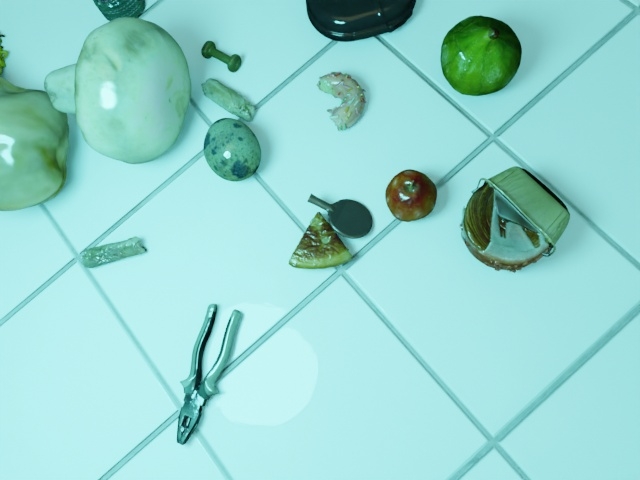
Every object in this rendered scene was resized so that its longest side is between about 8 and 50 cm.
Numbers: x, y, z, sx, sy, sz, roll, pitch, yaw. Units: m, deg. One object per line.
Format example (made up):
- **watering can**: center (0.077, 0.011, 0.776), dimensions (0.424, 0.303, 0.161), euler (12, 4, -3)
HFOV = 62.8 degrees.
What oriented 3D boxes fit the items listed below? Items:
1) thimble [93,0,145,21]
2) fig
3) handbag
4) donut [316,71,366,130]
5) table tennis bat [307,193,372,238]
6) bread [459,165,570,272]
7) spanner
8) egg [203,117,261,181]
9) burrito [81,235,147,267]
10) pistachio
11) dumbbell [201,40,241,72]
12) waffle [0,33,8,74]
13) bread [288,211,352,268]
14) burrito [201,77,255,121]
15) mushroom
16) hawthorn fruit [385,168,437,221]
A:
- **thimble**: center (-0.598, -0.717, 1.555), dimensions (0.135, 0.090, 0.119), euler (-19, 74, 2)
- **fig**: center (0.380, -0.463, 1.241), dimensions (0.202, 0.235, 0.203), euler (-2, 78, 11)
- **handbag**: center (0.110, -0.661, 1.416), dimensions (0.307, 0.093, 0.254), euler (-13, 72, 6)
- **donut**: center (0.062, -0.372, 1.357), dimensions (0.116, 0.065, 0.166), euler (-22, 73, 4)
- **table tennis bat**: center (0.058, -0.089, 1.227), dimensions (0.169, 0.119, 0.108), euler (26, 59, 1)
- **bread**: center (0.418, -0.042, 1.162), dimensions (0.211, 0.142, 0.224), euler (-40, 73, -7)
- **spanner**: center (-0.271, 0.312, 1.232), dimensions (0.095, 0.040, 0.325), euler (13, 76, 14)
- **egg**: center (-0.227, -0.233, 1.331), dimensions (0.141, 0.141, 0.182), euler (-27, 63, 1)
- **burrito**: center (-0.536, 0.030, 1.354), dimensions (0.171, 0.042, 0.051), euler (-13, 102, 11)
- **pistachio**: center (-0.845, -0.265, 1.369), dimensions (0.445, 0.281, 0.365), euler (44, 63, 9)
- **dumbbell**: center (-0.277, -0.514, 1.465), dimensions (0.117, 0.046, 0.052), euler (31, 87, 17)
- **waffle**: center (-1.101, -0.540, 1.606), dimensions (0.328, 0.062, 0.330), euler (-3, 73, 9)
- **bread**: center (0.015, 0.019, 1.257), dimensions (0.135, 0.054, 0.155), euler (21, 72, 12)
- **burrito**: center (-0.252, -0.385, 1.425), dimensions (0.188, 0.045, 0.058), euler (35, 76, 19)
- **mushroom**: center (-0.482, -0.373, 1.340), dimensions (0.325, 0.353, 0.353), euler (-15, 65, -41)
- **hawthorn fruit**: center (0.206, -0.107, 1.231), dimensions (0.125, 0.140, 0.125), euler (1, 92, 39)
